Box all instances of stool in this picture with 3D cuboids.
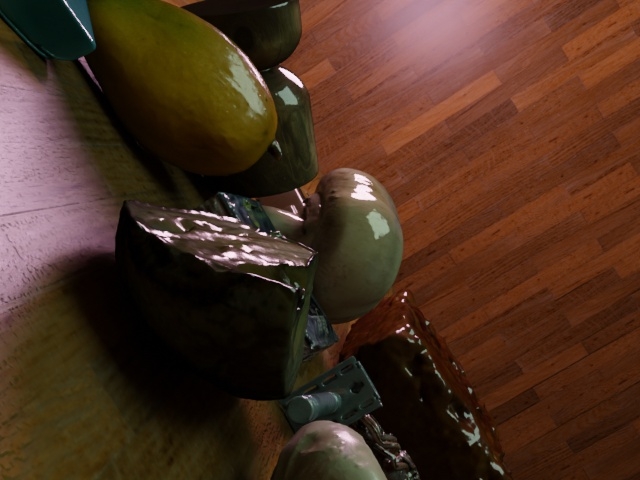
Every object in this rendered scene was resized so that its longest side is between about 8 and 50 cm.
[{"bbox_3d":[-0.104,-0.213,1.150,0.179,0.179,0.264,-105,-173,-66],"label":"stool"}]

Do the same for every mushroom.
[{"bbox_3d":[0.000,0.000,1.214,0.234,0.254,0.260,21,-26,-12],"label":"mushroom"}]

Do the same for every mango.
[{"bbox_3d":[-0.179,-0.195,0.988,0.317,0.176,0.119,41,-10,-9],"label":"mango"}]

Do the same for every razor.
[{"bbox_3d":[-0.003,0.171,0.801,0.068,0.106,0.232,59,3,12],"label":"razor"}]

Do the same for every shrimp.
[{"bbox_3d":[0.076,0.284,1.089,0.190,0.075,0.073,48,41,-3],"label":"shrimp"}]

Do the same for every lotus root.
[{"bbox_3d":[-0.091,0.057,0.731,0.210,0.142,0.314,21,4,14],"label":"lotus root"}]

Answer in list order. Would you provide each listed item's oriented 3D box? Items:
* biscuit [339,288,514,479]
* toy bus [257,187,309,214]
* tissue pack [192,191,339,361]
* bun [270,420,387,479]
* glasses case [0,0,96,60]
[{"bbox_3d":[0.180,0.278,1.387,0.342,0.166,0.395,60,9,0],"label":"biscuit"},{"bbox_3d":[-0.046,-0.032,1.473,0.103,0.091,0.182,48,11,-45],"label":"toy bus"},{"bbox_3d":[-0.071,0.052,1.041,0.235,0.073,0.173,59,9,11],"label":"tissue pack"},{"bbox_3d":[0.006,0.248,0.653,0.183,0.102,0.183,163,-90,-75],"label":"bun"},{"bbox_3d":[-0.334,-0.325,0.919,0.117,0.070,0.301,59,3,-45],"label":"glasses case"}]
